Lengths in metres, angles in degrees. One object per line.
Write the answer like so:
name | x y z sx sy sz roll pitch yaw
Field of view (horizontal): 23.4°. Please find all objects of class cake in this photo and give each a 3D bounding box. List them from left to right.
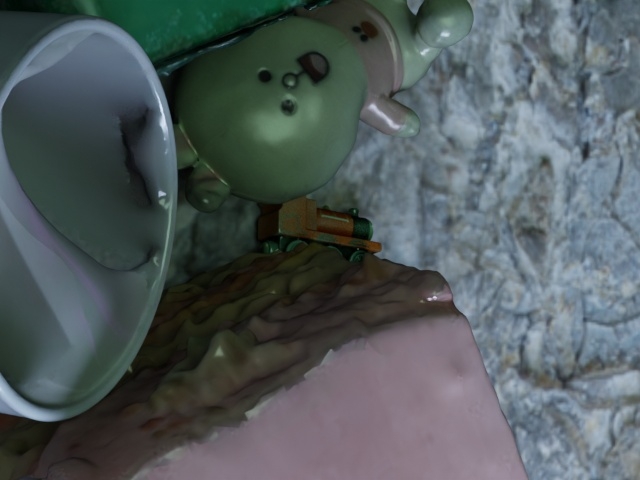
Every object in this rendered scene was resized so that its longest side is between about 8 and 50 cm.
cake | -0.048 0.175 0.998 0.314 0.307 0.293 -33 107 -25

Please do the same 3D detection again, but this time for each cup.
cup | -0.268 -0.027 0.859 0.212 0.317 0.212 7 90 -69

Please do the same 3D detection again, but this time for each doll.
doll | -0.009 -0.112 1.136 0.275 0.113 0.155 -39 90 -17

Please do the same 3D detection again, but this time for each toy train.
toy train | 0.000 0.000 1.176 0.103 0.044 0.064 11 71 -31

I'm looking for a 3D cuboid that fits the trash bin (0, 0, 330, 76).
trash bin | -0.177 -0.285 0.960 0.295 0.259 0.381 -26 105 -26
